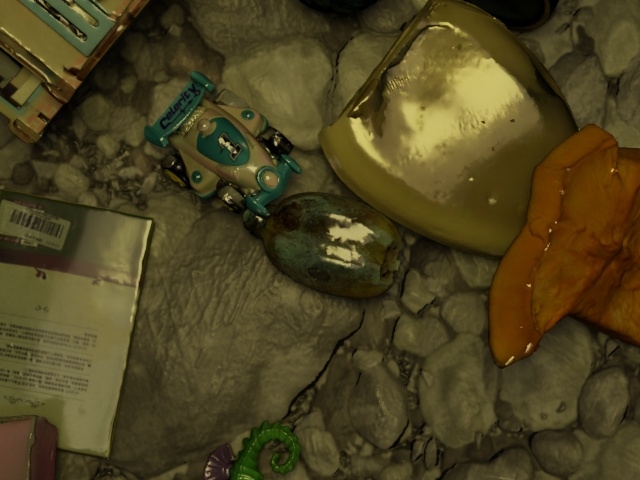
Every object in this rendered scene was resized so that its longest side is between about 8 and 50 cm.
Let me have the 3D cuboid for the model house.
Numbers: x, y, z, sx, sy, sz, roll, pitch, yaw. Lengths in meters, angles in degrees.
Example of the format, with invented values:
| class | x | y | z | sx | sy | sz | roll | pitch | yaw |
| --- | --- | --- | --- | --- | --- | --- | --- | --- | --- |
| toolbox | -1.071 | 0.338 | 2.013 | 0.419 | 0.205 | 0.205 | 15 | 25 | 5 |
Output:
| class | x | y | z | sx | sy | sz | roll | pitch | yaw |
| --- | --- | --- | --- | --- | --- | --- | --- | --- | --- |
| model house | -0.296 | -0.297 | 0.941 | 0.244 | 0.169 | 0.326 | 42 | 106 | -15 |

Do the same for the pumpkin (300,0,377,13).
| class | x | y | z | sx | sy | sz | roll | pitch | yaw |
| --- | --- | --- | --- | --- | --- | --- | --- | --- | --- |
| pumpkin | 0.027 | -0.358 | 1.026 | 0.194 | 0.150 | 0.194 | -4 | 79 | 21 |

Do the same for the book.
| class | x | y | z | sx | sy | sz | roll | pitch | yaw |
| --- | --- | --- | --- | --- | --- | --- | --- | --- | --- |
| book | -0.315 | 0.096 | 1.049 | 0.201 | 0.026 | 0.290 | 12 | 86 | -1 |

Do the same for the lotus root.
| class | x | y | z | sx | sy | sz | roll | pitch | yaw |
| --- | --- | --- | --- | --- | --- | --- | --- | --- | --- |
| lotus root | 0.000 | 0.000 | 1.040 | 0.192 | 0.088 | 0.113 | 18 | 89 | 10 |

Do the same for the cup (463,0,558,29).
| class | x | y | z | sx | sy | sz | roll | pitch | yaw |
| --- | --- | --- | --- | --- | --- | --- | --- | --- | --- |
| cup | 0.209 | -0.389 | 1.045 | 0.239 | 0.166 | 0.177 | 34 | 81 | -1 |

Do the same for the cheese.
| class | x | y | z | sx | sy | sz | roll | pitch | yaw |
| --- | --- | --- | --- | --- | --- | --- | --- | --- | --- |
| cheese | 0.183 | -0.112 | 1.046 | 0.316 | 0.128 | 0.260 | 36 | 96 | -2 |

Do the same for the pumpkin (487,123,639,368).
| class | x | y | z | sx | sy | sz | roll | pitch | yaw |
| --- | --- | --- | --- | --- | --- | --- | --- | --- | --- |
| pumpkin | 0.302 | 0.008 | 0.984 | 0.290 | 0.095 | 0.258 | 5 | 103 | -40 |

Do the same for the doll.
| class | x | y | z | sx | sy | sz | roll | pitch | yaw |
| --- | --- | --- | --- | --- | --- | --- | --- | --- | --- |
| doll | -0.088 | 0.293 | 1.024 | 0.115 | 0.050 | 0.190 | 17 | 68 | 17 |

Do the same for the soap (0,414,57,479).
| class | x | y | z | sx | sy | sz | roll | pitch | yaw |
| --- | --- | --- | --- | --- | --- | --- | --- | --- | --- |
| soap | -0.420 | 0.287 | 0.964 | 0.259 | 0.081 | 0.181 | -5 | 66 | 4 |

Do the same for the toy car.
| class | x | y | z | sx | sy | sz | roll | pitch | yaw |
| --- | --- | --- | --- | --- | --- | --- | --- | --- | --- |
| toy car | -0.112 | -0.105 | 1.020 | 0.161 | 0.098 | 0.126 | 37 | 85 | 29 |
